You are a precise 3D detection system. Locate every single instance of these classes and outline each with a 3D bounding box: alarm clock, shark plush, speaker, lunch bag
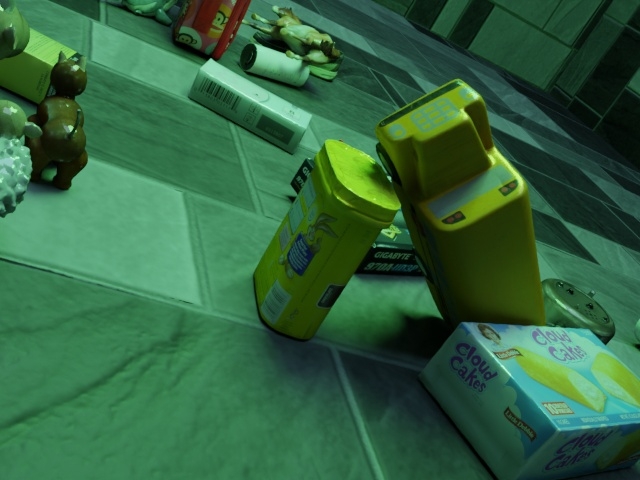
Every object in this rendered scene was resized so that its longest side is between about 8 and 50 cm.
[{"bbox_3d":[0.367,0.115,1.122,0.129,0.064,0.192,40,28,18],"label":"alarm clock"},{"bbox_3d":[-0.329,-0.452,1.385,0.161,0.067,0.073,5,35,-45],"label":"shark plush"},{"bbox_3d":[-0.088,-0.338,1.466,0.136,0.055,0.055,6,34,-43],"label":"speaker"},{"bbox_3d":[-0.168,-0.482,1.359,0.120,0.293,0.258,23,29,-16],"label":"lunch bag"}]

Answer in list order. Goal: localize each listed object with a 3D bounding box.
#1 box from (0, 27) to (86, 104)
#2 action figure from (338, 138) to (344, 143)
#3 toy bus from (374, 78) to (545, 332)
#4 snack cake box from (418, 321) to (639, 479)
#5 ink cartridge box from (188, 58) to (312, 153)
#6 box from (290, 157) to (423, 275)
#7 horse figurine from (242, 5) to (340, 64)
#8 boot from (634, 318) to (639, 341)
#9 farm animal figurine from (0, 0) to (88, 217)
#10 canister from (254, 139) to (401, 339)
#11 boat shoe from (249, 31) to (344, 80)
[{"bbox_3d":[-0.404,-0.239,0.895,0.232,0.058,0.087,26,24,-13],"label":"box"},{"bbox_3d":[0.067,-0.120,1.259,0.115,0.030,0.038,39,30,4],"label":"action figure"},{"bbox_3d":[0.161,-0.007,0.827,0.130,0.108,0.332,60,-3,42],"label":"toy bus"},{"bbox_3d":[0.255,0.173,0.835,0.264,0.089,0.152,8,33,-42],"label":"snack cake box"},{"bbox_3d":[-0.103,-0.243,1.267,0.189,0.066,0.232,28,28,-7],"label":"ink cartridge box"},{"bbox_3d":[0.086,-0.029,1.060,0.220,0.051,0.175,5,40,-45],"label":"box"},{"bbox_3d":[-0.046,-0.405,1.513,0.263,0.066,0.174,37,26,33],"label":"horse figurine"},{"bbox_3d":[0.642,0.180,1.269,0.258,0.095,0.123,15,22,-35],"label":"boot"},{"bbox_3d":[-0.359,-0.173,0.675,0.330,0.172,0.327,28,24,-7],"label":"farm animal figurine"},{"bbox_3d":[0.000,0.000,0.768,0.073,0.170,0.126,22,26,-21],"label":"canister"},{"bbox_3d":[-0.047,-0.414,1.639,0.223,0.073,0.080,14,30,-35],"label":"boat shoe"}]
